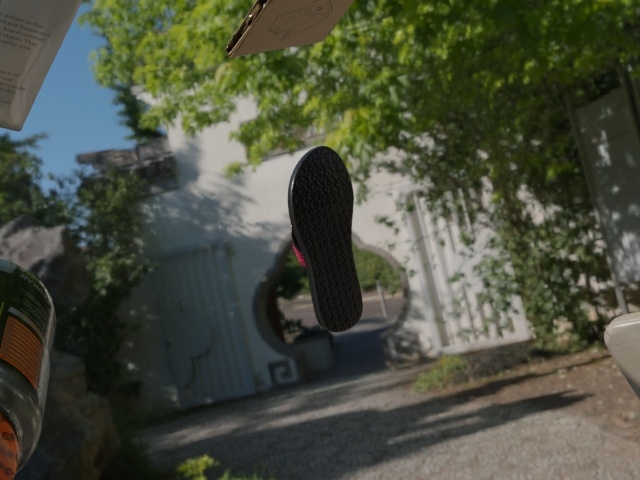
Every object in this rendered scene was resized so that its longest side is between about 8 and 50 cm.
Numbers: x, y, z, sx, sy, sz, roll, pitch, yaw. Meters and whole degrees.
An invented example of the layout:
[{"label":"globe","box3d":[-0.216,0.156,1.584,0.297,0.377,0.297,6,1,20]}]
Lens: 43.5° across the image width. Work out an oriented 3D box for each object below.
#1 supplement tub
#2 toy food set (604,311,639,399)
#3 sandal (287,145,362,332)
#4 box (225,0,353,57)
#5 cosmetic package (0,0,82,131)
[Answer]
[{"label":"supplement tub","box3d":[-0.456,0.179,1.029,0.207,0.207,0.338,-13,28,-7]},{"label":"toy food set","box3d":[0.289,0.021,0.447,0.306,0.219,0.092,-47,21,-26]},{"label":"sandal","box3d":[0.000,0.000,0.763,0.067,0.179,0.040,-15,16,-26]},{"label":"box","box3d":[-0.035,-0.356,1.262,0.201,0.021,0.164,-21,-13,-38]},{"label":"cosmetic package","box3d":[-0.301,-0.308,0.762,0.155,0.197,0.365,11,-48,-35]}]
